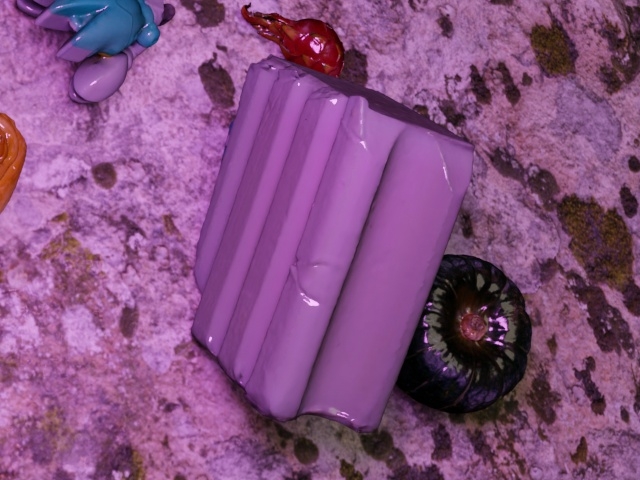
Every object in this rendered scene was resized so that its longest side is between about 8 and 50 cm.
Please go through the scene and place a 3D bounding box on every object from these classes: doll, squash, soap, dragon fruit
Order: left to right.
[{"bbox_3d":[-0.310,-0.291,1.912,0.258,0.153,0.195,9,52,-49],"label":"doll"},{"bbox_3d":[-0.036,-0.324,2.125,0.190,0.094,0.094,39,58,-5],"label":"dragon fruit"},{"bbox_3d":[0.000,0.000,1.858,0.213,0.350,0.435,13,101,-33],"label":"soap"},{"bbox_3d":[0.207,0.142,2.095,0.252,0.165,0.252,9,74,-32],"label":"squash"}]

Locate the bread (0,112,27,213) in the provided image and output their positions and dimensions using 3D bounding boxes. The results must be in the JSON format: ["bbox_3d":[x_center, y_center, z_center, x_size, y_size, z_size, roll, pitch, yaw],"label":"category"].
[{"bbox_3d":[-0.504,-0.112,1.729,0.236,0.120,0.198,29,61,-23],"label":"bread"}]

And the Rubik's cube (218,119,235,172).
[{"bbox_3d":[-0.086,-0.136,2.029,0.092,0.092,0.092,22,65,-26],"label":"Rubik's cube"}]
